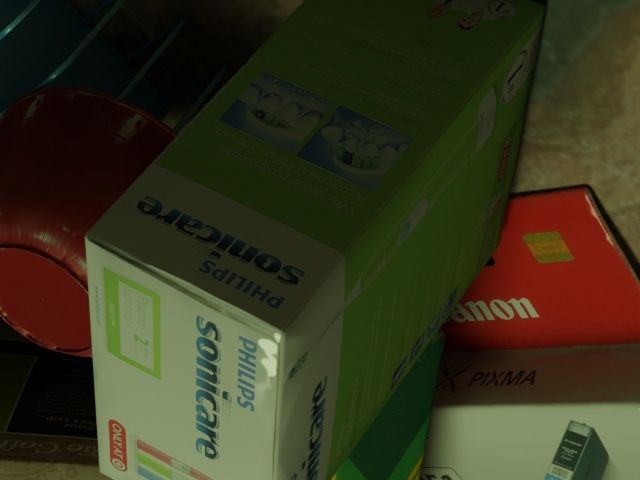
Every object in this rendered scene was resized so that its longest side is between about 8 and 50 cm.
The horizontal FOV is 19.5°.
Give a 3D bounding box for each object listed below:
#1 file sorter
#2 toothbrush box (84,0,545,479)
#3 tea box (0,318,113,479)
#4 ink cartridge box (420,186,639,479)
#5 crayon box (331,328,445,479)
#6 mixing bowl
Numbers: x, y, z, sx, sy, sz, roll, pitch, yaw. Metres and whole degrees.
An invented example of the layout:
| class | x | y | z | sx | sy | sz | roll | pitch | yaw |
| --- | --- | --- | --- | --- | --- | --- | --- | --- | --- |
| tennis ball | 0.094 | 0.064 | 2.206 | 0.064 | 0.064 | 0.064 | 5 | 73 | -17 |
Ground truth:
| class | x | y | z | sx | sy | sz | roll | pitch | yaw |
| --- | --- | --- | --- | --- | --- | --- | --- | --- | --- |
| file sorter | -0.162 | -0.124 | 1.198 | 0.170 | 0.118 | 0.104 | 45 | 142 | -15 |
| toothbrush box | 0.000 | 0.000 | 1.038 | 0.122 | 0.283 | 0.206 | 25 | 142 | 17 |
| tea box | -0.282 | 0.199 | 1.379 | 0.329 | 0.323 | 0.220 | 4 | 103 | -1 |
| ink cartridge box | 0.116 | 0.094 | 1.263 | 0.296 | 0.066 | 0.261 | -7 | 128 | 47 |
| crayon box | -0.020 | 0.123 | 1.292 | 0.203 | 0.083 | 0.323 | 48 | 147 | 35 |
| mixing bowl | -0.149 | 0.005 | 1.153 | 0.181 | 0.098 | 0.181 | 19 | 138 | 18 |
